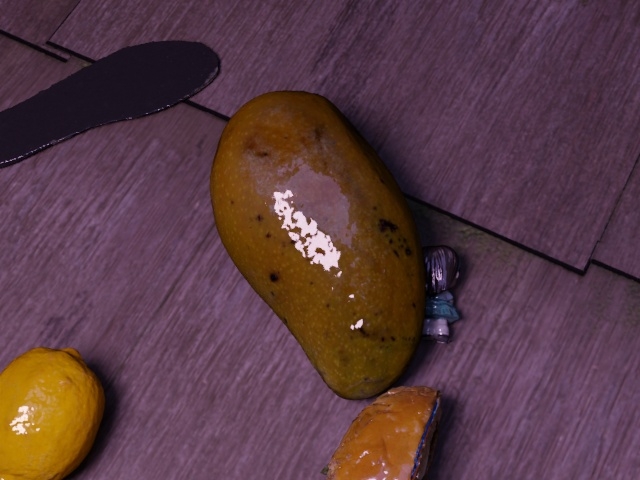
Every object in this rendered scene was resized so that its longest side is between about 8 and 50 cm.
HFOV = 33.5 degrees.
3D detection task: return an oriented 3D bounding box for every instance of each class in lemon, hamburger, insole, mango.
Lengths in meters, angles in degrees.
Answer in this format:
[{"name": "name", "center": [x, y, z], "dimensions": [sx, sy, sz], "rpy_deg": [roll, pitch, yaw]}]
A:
[{"name": "lemon", "center": [-0.273, 0.174, 1.031], "dimensions": [0.114, 0.114, 0.155], "rpy_deg": [18, 66, 12]}, {"name": "hamburger", "center": [0.053, 0.211, 1.009], "dimensions": [0.102, 0.087, 0.176], "rpy_deg": [15, 66, 7]}, {"name": "insole", "center": [-0.268, -0.166, 1.272], "dimensions": [0.309, 0.012, 0.110], "rpy_deg": [-27, 64, -11]}, {"name": "mango", "center": [0.004, -0.006, 1.091], "dimensions": [0.175, 0.176, 0.330], "rpy_deg": [-3, 53, -47]}]

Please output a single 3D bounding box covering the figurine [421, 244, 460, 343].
[{"name": "figurine", "center": [0.116, 0.054, 1.118], "dimensions": [0.060, 0.047, 0.106], "rpy_deg": [-6, 68, 24]}]
